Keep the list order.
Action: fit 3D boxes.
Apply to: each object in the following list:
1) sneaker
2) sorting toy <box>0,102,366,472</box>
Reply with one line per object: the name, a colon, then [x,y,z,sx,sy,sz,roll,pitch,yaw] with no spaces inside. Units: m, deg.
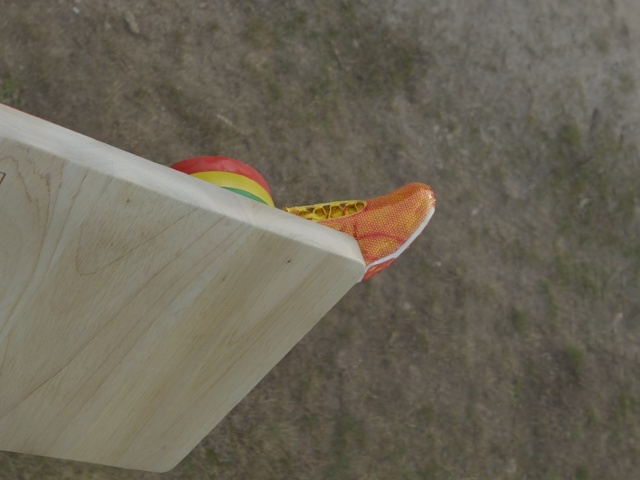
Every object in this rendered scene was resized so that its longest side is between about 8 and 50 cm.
sneaker: [0.000,0.000,0.581,0.175,0.064,0.067,-27,112,0]
sorting toy: [-0.152,0.030,0.524,0.255,0.257,0.089,20,37,-33]
